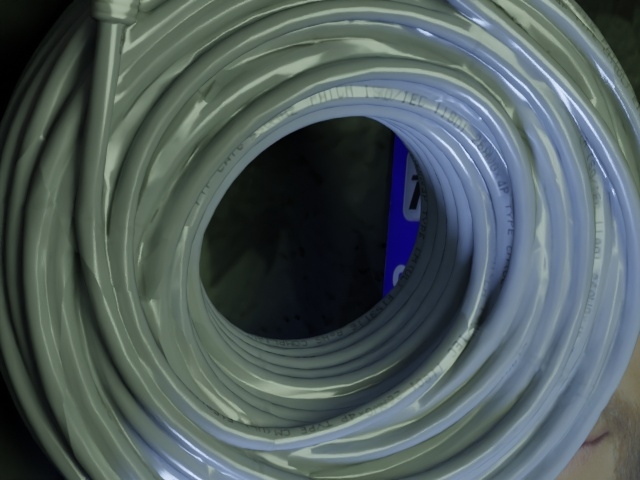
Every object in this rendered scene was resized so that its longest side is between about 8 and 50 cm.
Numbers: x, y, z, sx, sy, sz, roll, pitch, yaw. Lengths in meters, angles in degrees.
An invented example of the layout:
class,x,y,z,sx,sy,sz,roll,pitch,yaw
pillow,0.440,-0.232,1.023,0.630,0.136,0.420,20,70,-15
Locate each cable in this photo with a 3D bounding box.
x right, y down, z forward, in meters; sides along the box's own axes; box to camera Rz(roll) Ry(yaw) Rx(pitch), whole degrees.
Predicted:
class,x,y,z,sx,sy,sz,roll,pitch,yaw
cable,0.000,0.000,0.605,0.257,0.089,0.257,20,96,-23

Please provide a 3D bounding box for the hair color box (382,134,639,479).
class,x,y,z,sx,sy,sz,roll,pitch,yaw
hair color box,0.120,0.115,0.775,0.185,0.110,0.339,8,84,-44
